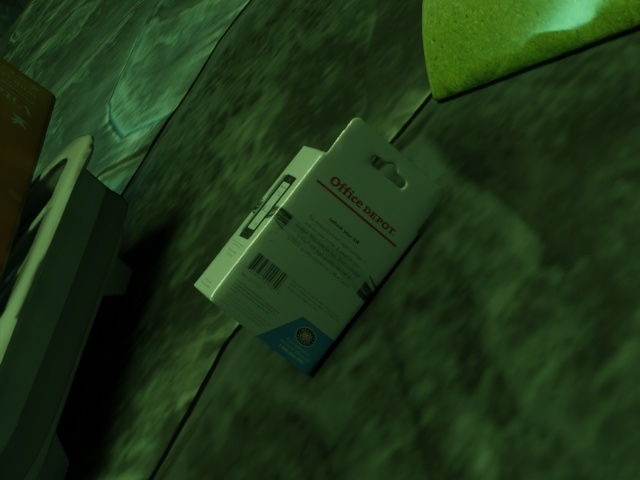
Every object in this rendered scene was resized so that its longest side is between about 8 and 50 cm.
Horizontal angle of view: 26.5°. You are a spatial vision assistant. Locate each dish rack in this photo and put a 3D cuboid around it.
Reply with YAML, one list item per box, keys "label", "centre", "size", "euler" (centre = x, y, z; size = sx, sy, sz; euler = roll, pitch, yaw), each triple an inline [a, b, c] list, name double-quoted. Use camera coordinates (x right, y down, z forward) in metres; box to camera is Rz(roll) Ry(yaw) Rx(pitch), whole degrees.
- label: "dish rack"
  centre: [-0.219, 0.118, 0.744]
  size: [0.333, 0.072, 0.285]
  euler: [-41, 22, 27]

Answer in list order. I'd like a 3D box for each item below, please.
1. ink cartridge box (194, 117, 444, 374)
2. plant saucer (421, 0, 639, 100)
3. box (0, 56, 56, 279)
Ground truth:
- label: "ink cartridge box"
  centre: [0.000, 0.000, 0.494]
  size: [0.083, 0.048, 0.028]
  euler: [-51, 19, -4]
- label: "plant saucer"
  centre: [0.118, -0.154, 0.511]
  size: [0.188, 0.045, 0.188]
  euler: [-13, 42, 60]
- label: "box"
  centre: [-0.295, -0.037, 0.759]
  size: [0.168, 0.215, 0.345]
  euler: [-47, 19, 13]
